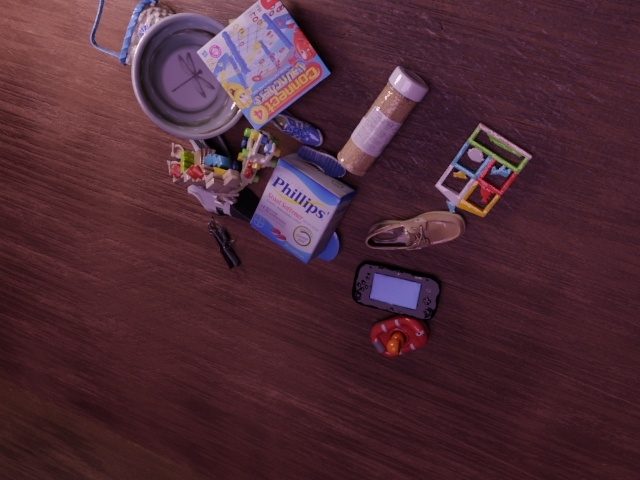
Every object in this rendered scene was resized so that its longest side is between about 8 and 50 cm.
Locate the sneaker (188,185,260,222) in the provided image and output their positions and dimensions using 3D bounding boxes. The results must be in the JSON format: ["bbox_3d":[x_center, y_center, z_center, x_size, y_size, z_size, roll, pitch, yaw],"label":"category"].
[{"bbox_3d":[-0.366,-0.151,2.002,0.330,0.122,0.146,34,137,4],"label":"sneaker"}]

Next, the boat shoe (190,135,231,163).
[{"bbox_3d":[-0.426,-0.407,1.890,0.119,0.121,0.335,-13,119,38],"label":"boat shoe"}]

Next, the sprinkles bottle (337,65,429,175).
[{"bbox_3d":[0.193,-0.373,1.663,0.121,0.121,0.355,37,121,1],"label":"sprinkles bottle"}]

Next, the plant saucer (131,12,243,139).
[{"bbox_3d":[-0.431,-0.544,1.753,0.100,0.400,0.401,31,135,58],"label":"plant saucer"}]

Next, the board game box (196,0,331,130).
[{"bbox_3d":[-0.175,-0.566,1.664,0.308,0.086,0.302,-36,104,11],"label":"board game box"}]

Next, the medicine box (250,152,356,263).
[{"bbox_3d":[-0.065,-0.117,1.845,0.263,0.149,0.289,35,120,12],"label":"medicine box"}]

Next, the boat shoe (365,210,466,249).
[{"bbox_3d":[0.322,-0.017,1.785,0.340,0.110,0.122,-9,110,25],"label":"boat shoe"}]

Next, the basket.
[{"bbox_3d":[-0.619,-0.720,1.771,0.288,0.201,0.255,27,122,-4],"label":"basket"}]

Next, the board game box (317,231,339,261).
[{"bbox_3d":[0.000,0.000,1.966,0.168,0.033,0.133,20,120,20],"label":"board game box"}]

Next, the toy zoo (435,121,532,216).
[{"bbox_3d":[0.505,-0.206,1.673,0.192,0.030,0.293,33,121,4],"label":"toy zoo"}]

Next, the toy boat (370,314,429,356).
[{"bbox_3d":[0.291,0.373,1.955,0.231,0.151,0.151,-29,101,30],"label":"toy boat"}]

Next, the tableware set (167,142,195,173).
[{"bbox_3d":[-0.526,-0.297,2.039,0.168,0.020,0.141,23,120,11],"label":"tableware set"}]

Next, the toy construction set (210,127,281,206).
[{"bbox_3d":[-0.253,-0.257,1.825,0.151,0.215,0.328,28,120,-30],"label":"toy construction set"}]

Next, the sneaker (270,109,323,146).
[{"bbox_3d":[-0.088,-0.381,1.792,0.211,0.081,0.080,29,120,7],"label":"sneaker"}]

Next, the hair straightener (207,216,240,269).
[{"bbox_3d":[-0.383,0.004,2.116,0.089,0.047,0.231,-19,101,27],"label":"hair straightener"}]

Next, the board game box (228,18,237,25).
[{"bbox_3d":[-0.215,-0.645,1.714,0.140,0.048,0.171,-7,112,4],"label":"board game box"}]

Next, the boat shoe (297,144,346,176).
[{"bbox_3d":[0.013,-0.284,1.807,0.183,0.066,0.066,31,121,5],"label":"boat shoe"}]

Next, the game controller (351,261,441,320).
[{"bbox_3d":[0.275,0.183,1.914,0.318,0.067,0.167,12,109,15],"label":"game controller"}]

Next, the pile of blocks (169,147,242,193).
[{"bbox_3d":[-0.412,-0.251,1.777,0.362,0.112,0.149,13,91,44],"label":"pile of blocks"}]
